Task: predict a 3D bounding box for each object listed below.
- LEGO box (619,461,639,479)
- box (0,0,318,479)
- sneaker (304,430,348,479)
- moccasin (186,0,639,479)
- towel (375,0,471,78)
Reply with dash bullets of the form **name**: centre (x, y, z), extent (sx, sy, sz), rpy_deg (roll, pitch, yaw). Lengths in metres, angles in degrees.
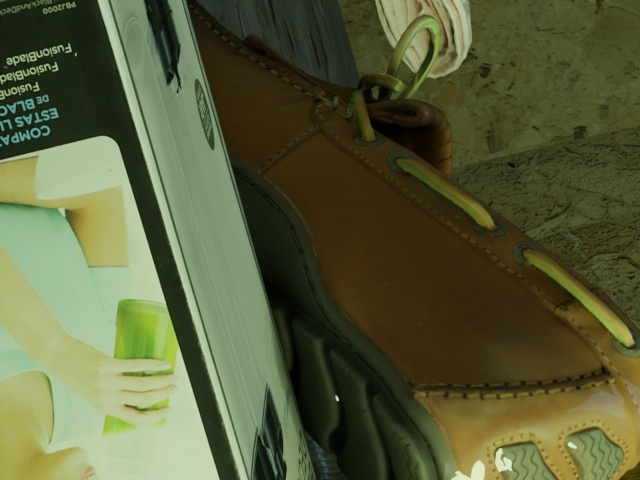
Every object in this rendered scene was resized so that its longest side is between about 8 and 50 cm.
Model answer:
- **LEGO box**: centre (0.172, 0.359, 0.887), extent (0.372, 0.193, 0.500), rpy_deg (-29, 111, -42)
- **box**: centre (-0.075, 0.015, 0.648), extent (0.169, 0.087, 0.290), rpy_deg (-87, 164, -71)
- **sneaker**: centre (0.014, 0.100, 1.403), extent (0.293, 0.102, 0.146), rpy_deg (78, -2, -59)
- **moccasin**: centre (0.012, -0.015, 0.824), extent (0.380, 0.147, 0.139), rpy_deg (40, -34, 48)
- **towel**: centre (0.018, -0.303, 0.967), extent (0.317, 0.053, 0.332), rpy_deg (68, 13, -58)
